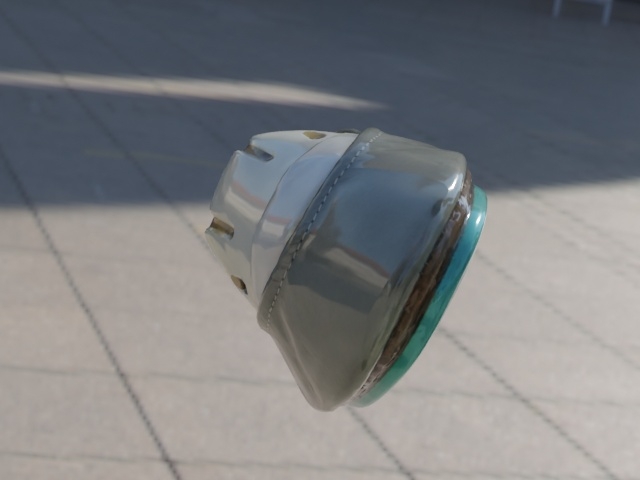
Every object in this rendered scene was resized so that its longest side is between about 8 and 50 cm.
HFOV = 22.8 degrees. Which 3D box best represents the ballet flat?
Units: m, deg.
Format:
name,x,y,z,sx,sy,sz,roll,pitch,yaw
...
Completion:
name,x,y,z,sx,sy,sz,roll,pitch,yaw
ballet flat,0.000,0.000,0.431,0.068,0.072,0.213,28,3,2
